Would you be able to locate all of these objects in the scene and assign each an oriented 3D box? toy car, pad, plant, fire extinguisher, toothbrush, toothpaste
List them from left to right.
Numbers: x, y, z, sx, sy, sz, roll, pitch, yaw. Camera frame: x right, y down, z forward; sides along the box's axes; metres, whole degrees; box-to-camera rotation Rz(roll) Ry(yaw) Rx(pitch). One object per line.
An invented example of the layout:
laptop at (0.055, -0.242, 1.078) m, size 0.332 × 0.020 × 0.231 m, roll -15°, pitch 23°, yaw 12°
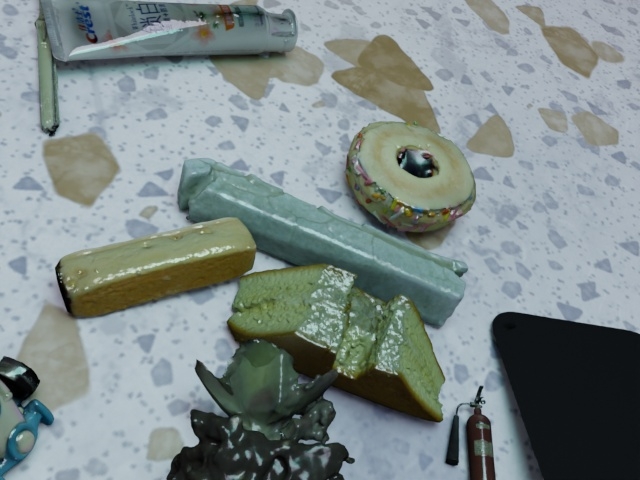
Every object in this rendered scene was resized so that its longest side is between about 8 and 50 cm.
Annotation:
toy car at (-0.279, 0.115, 0.482) m, size 0.161 × 0.098 × 0.126 m, roll 37°, pitch 49°, yaw -13°
toothbrush at (-0.334, -0.245, 0.792) m, size 0.026 × 0.028 × 0.294 m, roll -11°, pitch 66°, yaw -8°
toothpaste at (-0.186, -0.276, 0.852) m, size 0.323 × 0.066 × 0.100 m, roll -10°, pitch 70°, yaw -28°
plant at (-0.048, 0.185, 0.511) m, size 0.142 × 0.131 × 0.203 m, roll 3°, pitch 52°, yaw -15°
fire extinguisher at (0.148, 0.198, 0.649) m, size 0.046 × 0.032 × 0.100 m, roll -8°, pitch 50°, yaw 15°
pad at (0.346, 0.249, 0.686) m, size 0.315 × 0.063 × 0.375 m, roll 10°, pitch 41°, yaw -13°

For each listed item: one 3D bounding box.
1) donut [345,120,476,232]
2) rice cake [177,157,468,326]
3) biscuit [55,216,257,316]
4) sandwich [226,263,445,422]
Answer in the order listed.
donut at (0.111, -0.078, 0.817) m, size 0.175 × 0.068 × 0.174 m, roll 9°, pitch 50°, yaw -11°
rice cake at (0.000, 0.000, 0.715) m, size 0.336 × 0.066 × 0.063 m, roll 23°, pitch 41°, yaw -4°
biscuit at (-0.159, 0.022, 0.642) m, size 0.188 × 0.052 × 0.056 m, roll -13°, pitch 50°, yaw -24°
sandwich at (0.027, 0.094, 0.637) m, size 0.244 × 0.088 × 0.090 m, roll 24°, pitch 49°, yaw -2°
